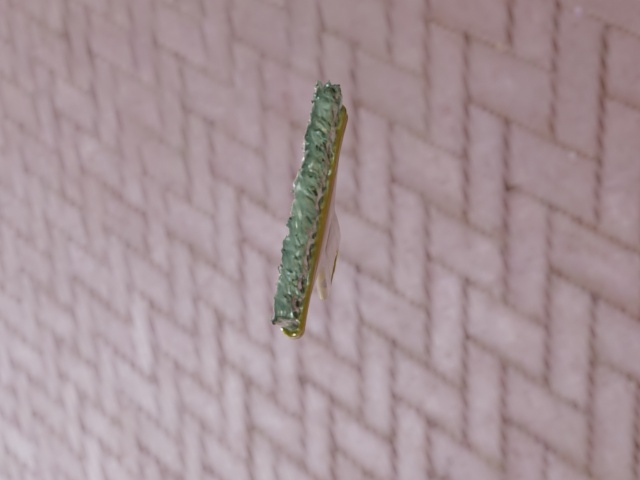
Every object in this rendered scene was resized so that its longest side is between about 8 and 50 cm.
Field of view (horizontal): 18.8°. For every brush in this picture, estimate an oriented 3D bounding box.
[{"bbox_3d":[0.000,0.000,0.722,0.205,0.011,0.083,69,-149,-82],"label":"brush"}]
